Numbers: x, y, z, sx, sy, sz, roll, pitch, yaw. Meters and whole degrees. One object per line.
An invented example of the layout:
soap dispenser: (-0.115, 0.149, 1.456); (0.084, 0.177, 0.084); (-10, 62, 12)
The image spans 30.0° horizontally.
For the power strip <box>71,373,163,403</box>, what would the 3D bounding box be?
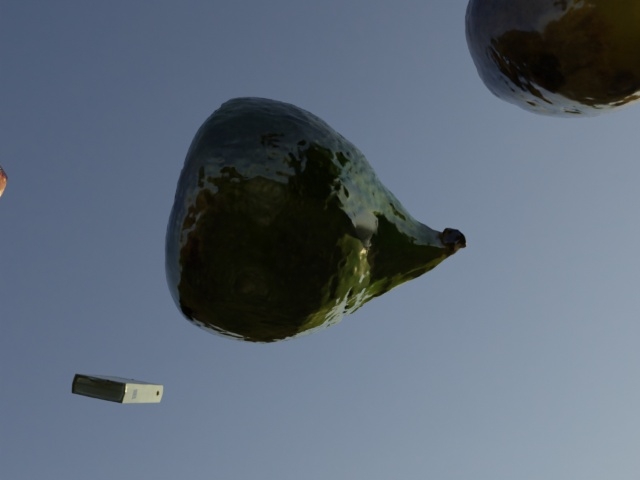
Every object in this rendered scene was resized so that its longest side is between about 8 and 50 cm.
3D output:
power strip: (-0.176, 0.132, 1.061); (0.050, 0.019, 0.136); (8, -7, 9)

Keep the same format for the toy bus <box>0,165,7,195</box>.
toy bus: (-0.226, -0.063, 0.706); (0.043, 0.031, 0.110); (-13, -51, 16)

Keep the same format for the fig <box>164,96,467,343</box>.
fig: (0.000, 0.000, 0.968); (0.235, 0.203, 0.203); (17, -41, 0)

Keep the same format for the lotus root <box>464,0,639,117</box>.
lotus root: (0.199, -0.169, 0.853); (0.169, 0.314, 0.141); (-40, -75, -9)
